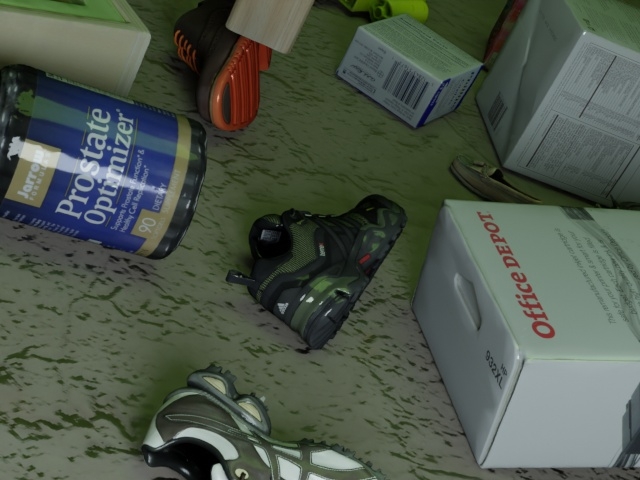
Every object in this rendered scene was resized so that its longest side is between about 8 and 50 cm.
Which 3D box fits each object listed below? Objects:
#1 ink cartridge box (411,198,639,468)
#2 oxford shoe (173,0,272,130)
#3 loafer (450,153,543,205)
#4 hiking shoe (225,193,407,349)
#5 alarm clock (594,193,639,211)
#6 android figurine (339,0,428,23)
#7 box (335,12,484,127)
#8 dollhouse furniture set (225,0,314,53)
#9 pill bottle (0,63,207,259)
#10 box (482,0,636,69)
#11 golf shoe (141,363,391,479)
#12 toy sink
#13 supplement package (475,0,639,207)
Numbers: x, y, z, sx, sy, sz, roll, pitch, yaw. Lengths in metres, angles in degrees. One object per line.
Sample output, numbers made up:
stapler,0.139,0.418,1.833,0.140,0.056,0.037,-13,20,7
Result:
ink cartridge box,0.260,0.081,1.207,0.307,0.129,0.223,3,35,-18
oxford shoe,-0.110,-0.189,1.454,0.098,0.097,0.271,4,28,4
loafer,0.201,-0.063,1.550,0.125,0.039,0.045,43,32,26
hiking shoe,0.000,0.000,1.214,0.114,0.086,0.227,33,29,2
alarm clock,0.395,0.019,1.571,0.192,0.064,0.129,32,28,1
android figurine,0.051,-0.379,1.927,0.248,0.056,0.272,43,31,26
box,0.109,-0.208,1.676,0.126,0.072,0.137,36,29,15
dollhouse furniture set,-0.177,-0.369,1.352,0.394,0.362,0.256,22,22,-13
pill bottle,-0.211,-0.069,1.100,0.219,0.123,0.123,16,30,-21
box,0.394,-0.257,1.938,0.299,0.142,0.154,28,29,-2
golf shoe,-0.032,0.170,0.929,0.198,0.077,0.094,29,38,15
toy sink,-0.295,-0.189,1.215,0.234,0.131,0.153,3,36,-38
supplement package,0.365,-0.172,1.710,0.262,0.198,0.199,19,28,-17
